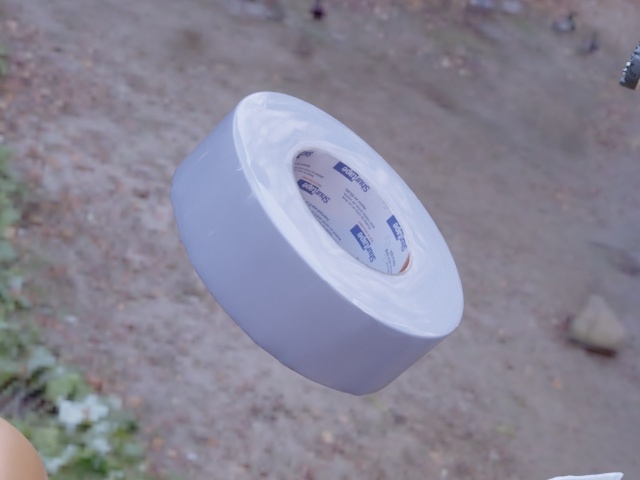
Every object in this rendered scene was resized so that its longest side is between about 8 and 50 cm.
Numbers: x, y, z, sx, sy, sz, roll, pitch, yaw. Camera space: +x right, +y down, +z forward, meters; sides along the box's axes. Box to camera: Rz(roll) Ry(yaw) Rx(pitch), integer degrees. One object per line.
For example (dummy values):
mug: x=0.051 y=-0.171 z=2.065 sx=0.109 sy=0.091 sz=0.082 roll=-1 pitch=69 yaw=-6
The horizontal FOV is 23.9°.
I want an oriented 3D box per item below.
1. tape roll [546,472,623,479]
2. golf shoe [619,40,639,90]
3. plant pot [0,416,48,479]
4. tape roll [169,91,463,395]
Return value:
tape roll: x=0.172 y=0.286 z=0.906 sx=0.286 sy=0.286 sz=0.100 roll=28 pitch=13 yaw=37
golf shoe: x=0.503 y=-0.252 z=1.971 sx=0.272 sy=0.105 sz=0.120 roll=-29 pitch=60 yaw=-34
plant pot: x=-0.358 y=0.271 z=1.310 sx=0.290 sy=0.291 sz=0.203 roll=11 pitch=40 yaw=-2
tape roll: x=0.000 y=0.000 z=1.067 sx=0.219 sy=0.072 sz=0.219 roll=35 pitch=28 yaw=-23
